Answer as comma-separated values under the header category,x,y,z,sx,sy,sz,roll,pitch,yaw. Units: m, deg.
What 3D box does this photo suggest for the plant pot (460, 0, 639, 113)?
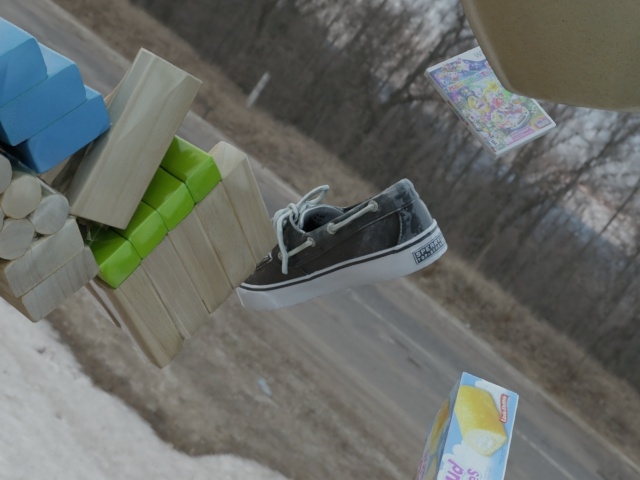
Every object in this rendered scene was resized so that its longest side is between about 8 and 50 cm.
category,x,y,z,sx,sy,sz,roll,pitch,yaw
plant pot,0.223,-0.202,0.739,0.284,0.191,0.284,5,16,-2

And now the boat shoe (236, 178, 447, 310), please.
category,x,y,z,sx,sy,sz,roll,pitch,yaw
boat shoe,-0.003,0.002,1.050,0.306,0.113,0.105,-15,-74,52

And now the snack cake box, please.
category,x,y,z,sx,sy,sz,roll,pitch,yaw
snack cake box,0.182,0.330,1.287,0.089,0.152,0.264,23,44,1

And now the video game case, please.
category,x,y,z,sx,sy,sz,roll,pitch,yaw
video game case,0.178,-0.148,1.002,0.122,0.087,0.011,54,-26,19

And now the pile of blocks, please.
category,x,y,z,sx,sy,sz,roll,pitch,yaw
pile of blocks,-0.155,-0.048,0.447,0.112,0.149,0.362,31,1,29
